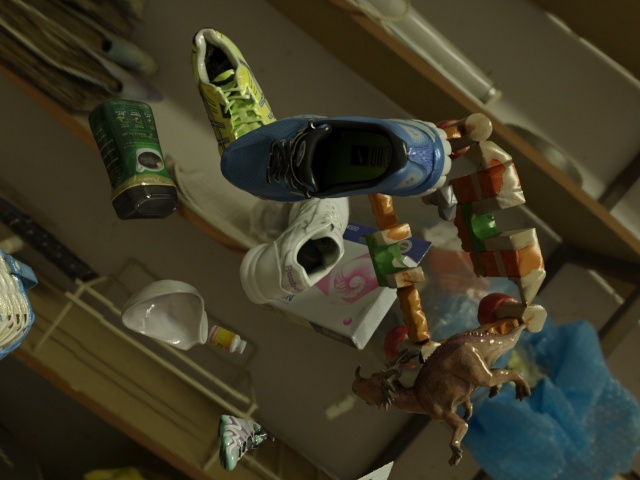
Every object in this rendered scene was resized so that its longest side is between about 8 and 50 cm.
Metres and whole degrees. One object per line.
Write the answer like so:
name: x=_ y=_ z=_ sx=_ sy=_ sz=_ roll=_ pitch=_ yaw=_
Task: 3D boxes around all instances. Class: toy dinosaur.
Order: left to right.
toy dinosaur: x=0.205 y=0.215 z=1.087 sx=0.200 sy=0.295 sz=0.127 roll=46 pitch=6 yaw=-4

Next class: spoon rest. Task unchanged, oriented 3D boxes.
spoon rest: x=-0.254 y=0.138 z=1.180 sx=0.276 sy=0.137 sz=0.084 roll=68 pitch=0 yaw=-70

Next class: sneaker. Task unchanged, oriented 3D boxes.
sneaker: x=-0.167 y=-0.247 z=1.317 sx=0.385 sy=0.145 sz=0.147 roll=59 pitch=0 yaw=17
sneaker: x=-0.091 y=0.251 z=0.832 sx=0.069 sy=0.038 sz=0.098 roll=7 pitch=19 yaw=-12
sneaker: x=-0.007 y=-0.115 z=0.869 sx=0.330 sy=0.130 sz=0.147 roll=0 pitch=0 yaw=33
sneaker: x=0.000 y=0.000 z=1.101 sx=0.152 sy=0.305 sz=0.114 roll=-10 pitch=-62 yaw=37

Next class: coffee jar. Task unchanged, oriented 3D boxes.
coffee jar: x=-0.284 y=-0.119 z=1.019 sx=0.096 sy=0.079 sz=0.184 roll=-3 pitch=68 yaw=-50

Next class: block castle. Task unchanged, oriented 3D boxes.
block castle: x=0.223 y=-0.001 z=1.296 sx=0.213 sy=0.303 sz=0.453 roll=168 pitch=-96 yaw=-77

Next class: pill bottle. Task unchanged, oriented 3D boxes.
pill bottle: x=-0.213 y=0.228 z=1.519 sx=0.083 sy=0.043 sz=0.043 roll=22 pitch=1 yaw=6

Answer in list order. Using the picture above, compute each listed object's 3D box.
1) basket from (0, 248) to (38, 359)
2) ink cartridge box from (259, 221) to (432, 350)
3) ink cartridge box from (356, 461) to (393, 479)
basket: x=-0.473 y=0.081 z=0.796 sx=0.201 sy=0.255 sz=0.289 roll=60 pitch=-23 yaw=4
ink cartridge box: x=0.053 y=0.074 z=1.622 sx=0.324 sy=0.330 sz=0.071 roll=15 pitch=-30 yaw=41
ink cartridge box: x=0.024 y=0.413 z=1.032 sx=0.145 sy=0.179 sz=0.045 roll=-9 pitch=37 yaw=-42
